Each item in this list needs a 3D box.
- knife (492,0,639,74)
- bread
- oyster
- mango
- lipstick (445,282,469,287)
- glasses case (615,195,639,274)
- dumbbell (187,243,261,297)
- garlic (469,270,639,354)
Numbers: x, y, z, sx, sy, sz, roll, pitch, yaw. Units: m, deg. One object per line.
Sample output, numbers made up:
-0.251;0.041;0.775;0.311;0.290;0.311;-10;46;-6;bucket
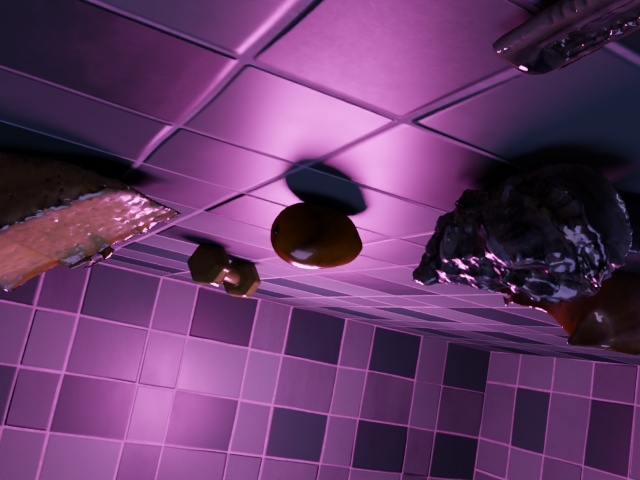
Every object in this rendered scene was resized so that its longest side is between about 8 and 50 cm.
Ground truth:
0.221;-0.146;0.338;0.089;0.043;0.365;16;169;-21;knife
-0.480;-0.009;1.184;0.315;0.279;0.248;19;167;25;bread
0.230;0.006;0.811;0.158;0.162;0.351;-10;174;-28;oyster
0.000;0.000;1.134;0.144;0.113;0.219;-1;168;27;mango
0.344;0.080;1.381;0.157;0.048;0.048;4;167;33;lipstick
0.473;0.010;0.817;0.323;0.074;0.131;10;171;5;glasses case
-0.277;0.095;1.918;0.108;0.121;0.302;38;179;21;dumbbell
0.390;0.073;1.017;0.196;0.151;0.338;-10;-168;-10;garlic
